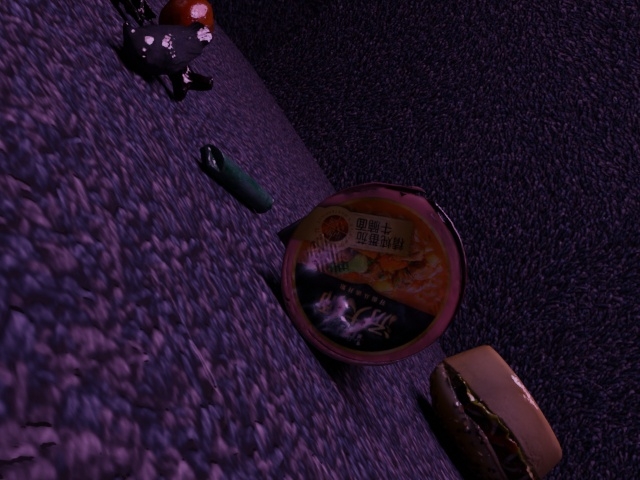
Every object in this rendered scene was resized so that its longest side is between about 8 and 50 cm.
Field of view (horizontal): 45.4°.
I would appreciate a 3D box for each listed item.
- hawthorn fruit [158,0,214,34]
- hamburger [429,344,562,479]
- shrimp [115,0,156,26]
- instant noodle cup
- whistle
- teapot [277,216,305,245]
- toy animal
[{"bbox_3d":[-0.279,-0.448,1.589,0.128,0.128,0.128,53,7,-9],"label":"hawthorn fruit"},{"bbox_3d":[0.323,0.345,1.471,0.300,0.176,0.300,57,2,-3],"label":"hamburger"},{"bbox_3d":[-0.338,-0.443,1.403,0.262,0.051,0.198,54,5,28],"label":"shrimp"},{"bbox_3d":[0.074,0.061,1.077,0.244,0.244,0.255,55,-3,10],"label":"instant noodle cup"},{"bbox_3d":[-0.125,-0.090,1.150,0.039,0.039,0.186,57,8,28],"label":"whistle"},{"bbox_3d":[0.000,0.000,1.314,0.087,0.096,0.177,56,7,13],"label":"teapot"},{"bbox_3d":[-0.220,-0.285,1.149,0.121,0.117,0.210,60,4,-3],"label":"toy animal"}]
